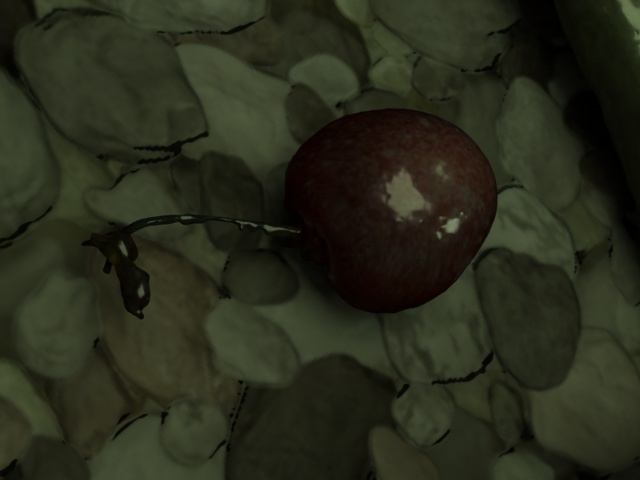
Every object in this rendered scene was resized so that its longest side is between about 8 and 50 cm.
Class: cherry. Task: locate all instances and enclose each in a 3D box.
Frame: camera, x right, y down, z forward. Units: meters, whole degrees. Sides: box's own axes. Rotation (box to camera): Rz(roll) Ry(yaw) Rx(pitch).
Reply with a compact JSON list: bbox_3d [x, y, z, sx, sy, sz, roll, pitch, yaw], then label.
[{"bbox_3d":[0.000,0.000,0.599,0.225,0.090,0.107,-25,94,-26],"label":"cherry"}]

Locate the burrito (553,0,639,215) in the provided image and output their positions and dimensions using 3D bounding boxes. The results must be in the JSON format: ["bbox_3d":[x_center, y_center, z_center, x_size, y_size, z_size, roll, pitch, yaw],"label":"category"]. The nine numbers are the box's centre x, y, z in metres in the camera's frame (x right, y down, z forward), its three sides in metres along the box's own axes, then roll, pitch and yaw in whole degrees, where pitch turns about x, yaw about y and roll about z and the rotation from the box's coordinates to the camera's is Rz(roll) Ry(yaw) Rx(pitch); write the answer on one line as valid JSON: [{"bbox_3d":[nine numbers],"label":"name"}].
[{"bbox_3d":[0.247,-0.080,0.741,0.175,0.107,0.348,-19,79,-33],"label":"burrito"}]
